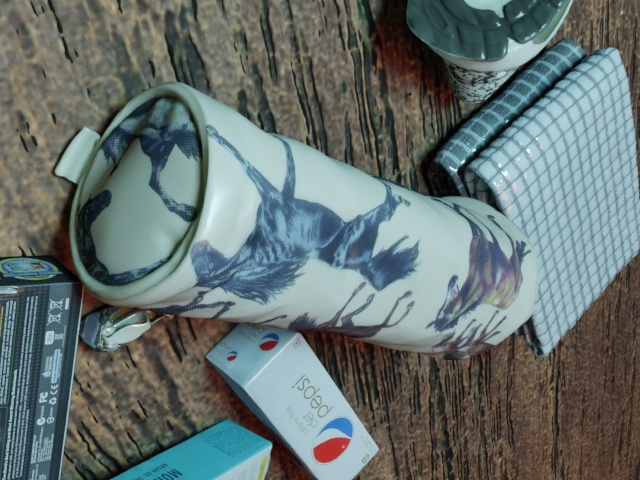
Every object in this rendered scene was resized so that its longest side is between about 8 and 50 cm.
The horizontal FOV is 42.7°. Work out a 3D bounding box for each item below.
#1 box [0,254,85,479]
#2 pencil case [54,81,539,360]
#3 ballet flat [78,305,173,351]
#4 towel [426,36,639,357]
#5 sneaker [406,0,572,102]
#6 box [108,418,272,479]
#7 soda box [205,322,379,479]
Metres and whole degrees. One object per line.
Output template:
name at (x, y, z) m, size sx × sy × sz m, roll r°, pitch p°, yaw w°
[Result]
box at (-0.291, 0.148, 0.572) m, size 0.216 × 0.060 × 0.270 m, roll -2°, pitch 111°, yaw -40°
pencil case at (0.000, 0.000, 0.682) m, size 0.410 × 0.183 × 0.160 m, roll 15°, pitch 94°, yaw -42°
ballet flat at (-0.142, 0.058, 0.676) m, size 0.114 × 0.041 × 0.041 m, roll -32°, pitch 128°, yaw -27°
towel at (0.252, -0.047, 0.927) m, size 0.235 × 0.121 × 0.284 m, roll -42°, pitch 130°, yaw -21°
sneaker at (0.218, -0.303, 0.797) m, size 0.410 × 0.158 × 0.182 m, roll -53°, pitch 165°, yaw -12°
box at (-0.142, 0.246, 0.701) m, size 0.244 × 0.060 × 0.100 m, roll -15°, pitch 120°, yaw -56°
soda box at (-0.022, 0.164, 0.812) m, size 0.074 × 0.069 × 0.216 m, roll -45°, pitch 132°, yaw -16°
